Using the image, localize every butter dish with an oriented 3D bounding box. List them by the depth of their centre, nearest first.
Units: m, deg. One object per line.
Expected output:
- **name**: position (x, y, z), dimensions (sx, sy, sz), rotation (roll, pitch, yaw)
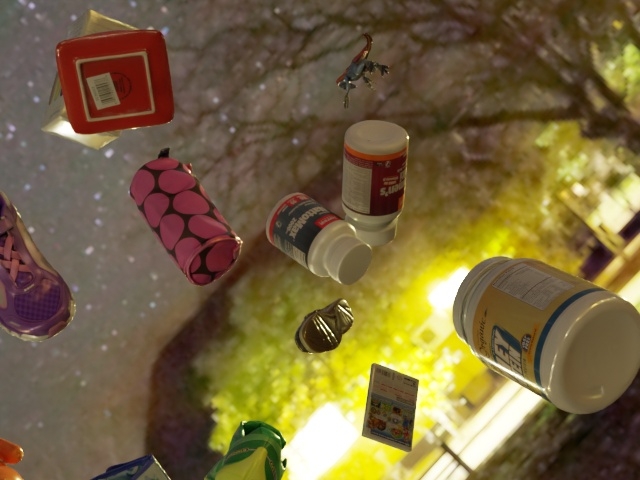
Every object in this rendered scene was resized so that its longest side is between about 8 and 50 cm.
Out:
- **butter dish**: position (-0.307, -0.255, 1.726), dimensions (0.160, 0.118, 0.160), rotation (-9, -53, -7)

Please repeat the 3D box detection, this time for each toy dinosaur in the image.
- **toy dinosaur**: position (0.047, -0.210, 1.429), dimensions (0.047, 0.090, 0.082), rotation (-13, 13, -37)

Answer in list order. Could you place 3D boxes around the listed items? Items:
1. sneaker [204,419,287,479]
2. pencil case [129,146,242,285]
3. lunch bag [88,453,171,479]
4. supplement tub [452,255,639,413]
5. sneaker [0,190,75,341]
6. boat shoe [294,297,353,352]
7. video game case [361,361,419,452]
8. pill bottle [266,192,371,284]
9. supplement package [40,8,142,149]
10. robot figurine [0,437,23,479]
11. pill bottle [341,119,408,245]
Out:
- **sneaker**: position (-0.096, 0.333, 1.694), dimensions (0.123, 0.109, 0.295), rotation (-59, 2, -17)
- **pencil case**: position (-0.183, -0.031, 1.592), dimensions (0.098, 0.209, 0.095), rotation (-14, -44, -26)
- **lunch bag**: position (-0.229, 0.337, 1.356), dimensions (0.151, 0.129, 0.096), rotation (-31, 20, -3)
- **supplement tub**: position (0.261, 0.103, 1.352), dimensions (0.144, 0.144, 0.199), rotation (-45, 33, -11)
- **sneaker**: position (-0.380, 0.015, 1.386), dimensions (0.095, 0.236, 0.104), rotation (-30, -26, -18)
- **boat shoe**: position (-0.001, 0.121, 1.534), dimensions (0.049, 0.056, 0.152), rotation (-29, -1, 26)
- **video game case**: position (0.109, 0.258, 1.790), dimensions (0.011, 0.087, 0.122), rotation (-38, 36, 52)
- **pill bottle**: position (0.000, 0.000, 2.013), dimensions (0.108, 0.180, 0.108), rotation (-29, -45, -33)
- **supplement package**: position (-0.476, -0.334, 2.420), dimensions (0.139, 0.134, 0.244), rotation (-17, 59, 58)
- **robot figurine**: position (-0.487, 0.343, 1.560), dimensions (0.158, 0.219, 0.128), rotation (-20, -53, -57)
- **pill bottle**: position (0.102, -0.108, 2.206), dimensions (0.121, 0.121, 0.221), rotation (-39, -40, -45)
